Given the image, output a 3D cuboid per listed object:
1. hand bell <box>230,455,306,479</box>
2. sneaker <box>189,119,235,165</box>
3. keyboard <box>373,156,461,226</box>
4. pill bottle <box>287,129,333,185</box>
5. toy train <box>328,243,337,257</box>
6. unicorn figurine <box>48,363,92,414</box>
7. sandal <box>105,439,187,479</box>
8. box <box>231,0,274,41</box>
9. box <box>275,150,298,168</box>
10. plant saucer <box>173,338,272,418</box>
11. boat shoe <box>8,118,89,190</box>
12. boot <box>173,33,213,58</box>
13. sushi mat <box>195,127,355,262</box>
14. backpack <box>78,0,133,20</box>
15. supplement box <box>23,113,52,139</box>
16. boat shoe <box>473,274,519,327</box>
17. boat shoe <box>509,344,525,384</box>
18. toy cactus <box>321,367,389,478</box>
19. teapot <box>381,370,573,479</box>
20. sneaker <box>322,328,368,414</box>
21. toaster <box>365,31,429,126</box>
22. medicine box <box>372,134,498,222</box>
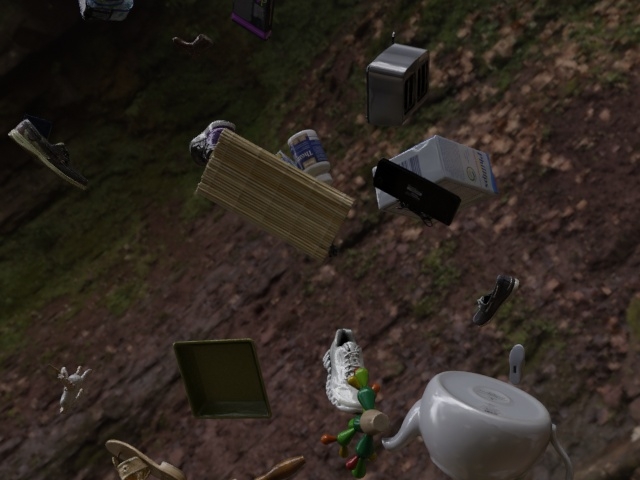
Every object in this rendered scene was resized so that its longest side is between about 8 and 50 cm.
[{"bbox_3d":[-0.145,0.558,1.715,0.242,0.126,0.126,-27,-9,-9],"label":"hand bell"},{"bbox_3d":[-0.362,-0.281,2.438,0.107,0.124,0.283,5,-18,-24],"label":"sneaker"},{"bbox_3d":[0.199,-0.100,1.557,0.038,0.192,0.100,-42,-23,-48],"label":"keyboard"},{"bbox_3d":[-0.019,-0.170,1.592,0.067,0.120,0.067,-22,-13,-5],"label":"pill bottle"},{"bbox_3d":[0.000,0.000,1.976,0.027,0.036,0.158,-8,-29,32],"label":"toy train"},{"bbox_3d":[-0.587,0.342,1.759,0.111,0.060,0.162,-66,-16,-70],"label":"unicorn figurine"},{"bbox_3d":[-0.445,0.561,1.806,0.088,0.240,0.079,87,-153,-43],"label":"sandal"},{"bbox_3d":[-0.163,-0.584,1.821,0.029,0.116,0.162,-39,-24,-34],"label":"box"},{"bbox_3d":[-0.069,-0.197,2.120,0.027,0.094,0.137,-45,-24,7],"label":"box"},{"bbox_3d":[-0.200,0.285,1.578,0.188,0.188,0.045,-5,19,19],"label":"plant saucer"},{"bbox_3d":[-0.662,-0.214,1.849,0.073,0.223,0.080,-53,11,-5],"label":"boat shoe"},{"bbox_3d":[-0.433,-0.680,2.541,0.114,0.106,0.037,-21,45,49],"label":"boot"},{"bbox_3d":[-0.098,-0.092,1.515,0.151,0.316,0.019,-65,-10,21],"label":"sushi mat"},{"bbox_3d":[-0.492,-0.562,1.717,0.114,0.105,0.084,-5,-20,-40],"label":"backpack"},{"bbox_3d":[-0.885,-0.345,2.319,0.083,0.083,0.056,168,117,-68],"label":"supplement box"},{"bbox_3d":[0.466,0.163,2.050,0.075,0.065,0.206,-70,7,-45],"label":"boat shoe"},{"bbox_3d":[0.480,0.298,1.807,0.035,0.100,0.035,5,10,32],"label":"boat shoe"},{"bbox_3d":[0.081,0.354,1.473,0.180,0.112,0.219,137,148,-69],"label":"toy cactus"},{"bbox_3d":[0.292,0.367,1.362,0.252,0.256,0.187,6,-78,-34],"label":"teapot"},{"bbox_3d":[0.072,0.344,1.970,0.292,0.110,0.118,-111,32,-60],"label":"sneaker"},{"bbox_3d":[0.191,-0.395,1.860,0.168,0.110,0.186,-48,-35,-43],"label":"toaster"},{"bbox_3d":[0.358,-0.184,2.339,0.289,0.149,0.263,10,-26,-44],"label":"medicine box"}]
